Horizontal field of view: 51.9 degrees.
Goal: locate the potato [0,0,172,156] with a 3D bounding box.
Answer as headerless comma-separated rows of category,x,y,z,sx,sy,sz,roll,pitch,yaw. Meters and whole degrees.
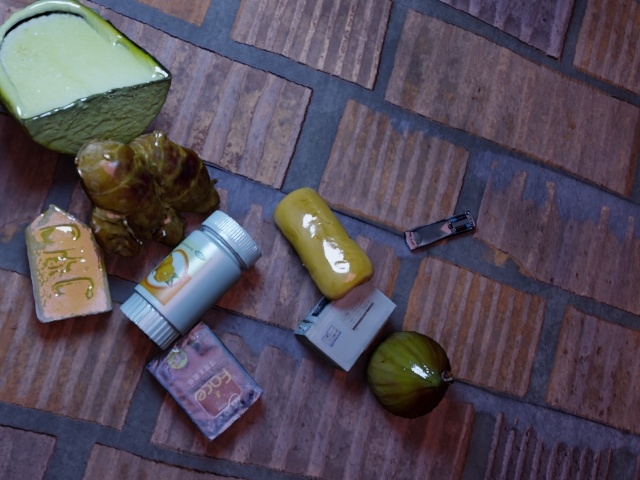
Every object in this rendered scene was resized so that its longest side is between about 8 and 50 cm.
potato,-0.540,-0.341,1.406,0.330,0.212,0.280,-29,77,-31

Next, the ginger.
ginger,-0.377,-0.106,1.478,0.358,0.153,0.274,-19,106,-49

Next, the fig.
fig,0.234,0.329,1.571,0.217,0.321,0.216,1,86,-12

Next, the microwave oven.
microwave oven,0.060,0.199,1.634,0.162,0.122,0.208,42,75,-9

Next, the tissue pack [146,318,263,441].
tissue pack,-0.272,0.327,1.547,0.173,0.073,0.235,-39,96,-15

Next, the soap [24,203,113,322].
soap,-0.569,0.047,1.481,0.160,0.080,0.257,-10,88,-18

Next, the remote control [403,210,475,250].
remote control,0.324,-0.028,1.784,0.212,0.028,0.059,-19,91,-18

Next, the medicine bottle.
medicine bottle,-0.299,0.093,1.517,0.158,0.158,0.318,46,74,-8

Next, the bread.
bread,0.000,0.000,1.590,0.142,0.091,0.305,-31,66,-12
